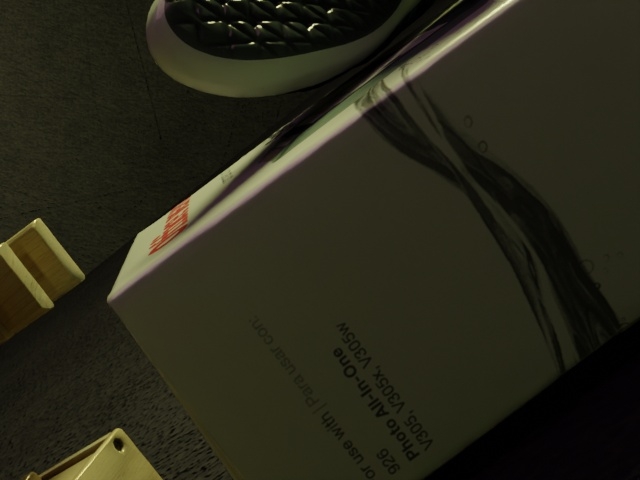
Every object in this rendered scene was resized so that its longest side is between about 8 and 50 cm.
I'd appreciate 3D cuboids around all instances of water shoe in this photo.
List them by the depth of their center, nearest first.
[{"bbox_3d":[0.000,-0.092,0.495,0.203,0.073,0.080,-37,-15,-44],"label":"water shoe"}]

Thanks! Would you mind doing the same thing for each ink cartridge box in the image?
[{"bbox_3d":[0.065,-0.028,0.473,0.289,0.121,0.211,-36,8,-2],"label":"ink cartridge box"}]

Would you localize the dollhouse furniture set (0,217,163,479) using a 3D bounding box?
[{"bbox_3d":[-0.223,0.090,0.572,0.161,0.242,0.212,-33,9,25],"label":"dollhouse furniture set"}]
